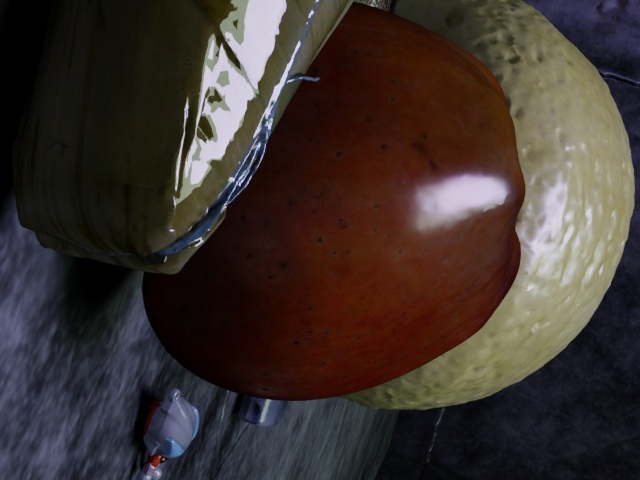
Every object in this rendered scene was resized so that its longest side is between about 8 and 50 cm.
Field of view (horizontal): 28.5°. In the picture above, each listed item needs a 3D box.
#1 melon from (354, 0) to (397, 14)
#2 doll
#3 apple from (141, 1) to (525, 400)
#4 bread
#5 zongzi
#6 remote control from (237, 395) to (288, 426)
[{"bbox_3d":[0.001,-0.151,0.827,0.099,0.099,0.162,11,94,-80],"label":"melon"},{"bbox_3d":[-0.110,0.139,0.913,0.057,0.039,0.114,-26,158,-27],"label":"doll"},{"bbox_3d":[0.001,-0.027,0.704,0.234,0.234,0.234,18,90,-81],"label":"apple"},{"bbox_3d":[0.078,-0.031,0.935,0.237,0.320,0.321,28,80,-57],"label":"bread"},{"bbox_3d":[-0.061,-0.129,0.497,0.256,0.115,0.228,78,35,-60],"label":"zongzi"},{"bbox_3d":[0.000,0.000,1.261,0.107,0.044,0.378,24,85,-85],"label":"remote control"}]
